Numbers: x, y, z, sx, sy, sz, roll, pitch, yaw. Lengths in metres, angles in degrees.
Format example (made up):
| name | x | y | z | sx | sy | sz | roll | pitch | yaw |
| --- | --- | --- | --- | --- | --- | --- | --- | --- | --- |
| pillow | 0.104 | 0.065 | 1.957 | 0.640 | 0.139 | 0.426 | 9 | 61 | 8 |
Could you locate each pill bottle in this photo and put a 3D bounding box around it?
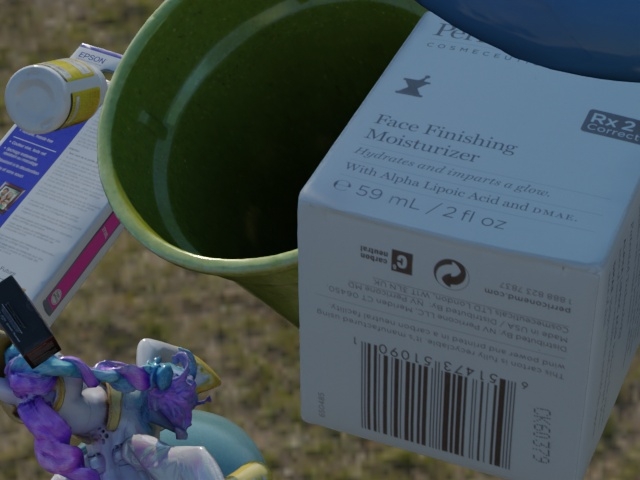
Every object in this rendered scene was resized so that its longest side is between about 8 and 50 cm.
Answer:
| name | x | y | z | sx | sy | sz | roll | pitch | yaw |
| --- | --- | --- | --- | --- | --- | --- | --- | --- | --- |
| pill bottle | -0.244 | -0.138 | 1.696 | 0.065 | 0.065 | 0.116 | 6 | 12 | 16 |

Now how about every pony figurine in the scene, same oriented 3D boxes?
| name | x | y | z | sx | sy | sz | roll | pitch | yaw |
| --- | --- | --- | --- | --- | --- | --- | --- | --- | --- |
| pony figurine | -0.179 | 0.237 | 1.668 | 0.302 | 0.351 | 0.363 | -24 | -22 | 20 |

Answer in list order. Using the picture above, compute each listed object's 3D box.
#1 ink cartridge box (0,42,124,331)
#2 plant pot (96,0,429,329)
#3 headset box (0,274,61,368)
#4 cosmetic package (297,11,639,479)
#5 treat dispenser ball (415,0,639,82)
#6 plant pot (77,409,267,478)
| name | x | y | z | sx | sy | sz | roll | pitch | yaw |
| --- | --- | --- | --- | --- | --- | --- | --- | --- | --- |
| ink cartridge box | -0.295 | -0.058 | 2.019 | 0.175 | 0.069 | 0.371 | 19 | 60 | 25 |
| plant pot | 0.023 | -0.039 | 1.282 | 0.276 | 0.254 | 0.276 | -13 | 55 | 20 |
| headset box | -0.243 | 0.066 | 1.468 | 0.032 | 0.062 | 0.083 | -35 | -7 | -8 |
| cosmetic package | 0.091 | 0.001 | 0.923 | 0.151 | 0.151 | 0.184 | 14 | 41 | 17 |
| treat dispenser ball | 0.117 | -0.197 | 0.607 | 0.288 | 0.288 | 0.288 | -2 | 29 | 1 |
| plant pot | -0.235 | 0.345 | 2.342 | 0.290 | 0.290 | 0.195 | 22 | -4 | 37 |
